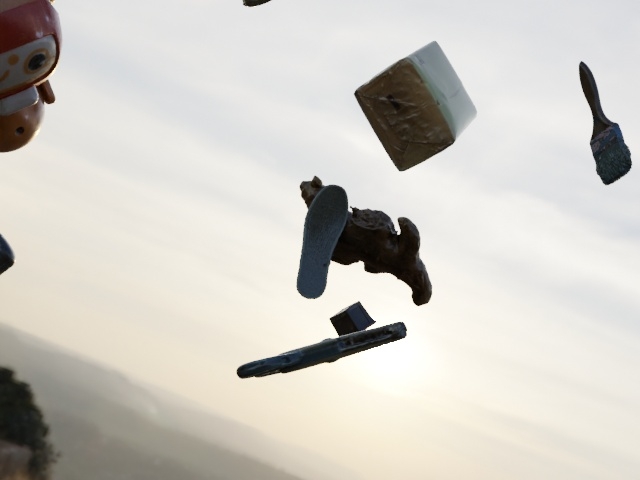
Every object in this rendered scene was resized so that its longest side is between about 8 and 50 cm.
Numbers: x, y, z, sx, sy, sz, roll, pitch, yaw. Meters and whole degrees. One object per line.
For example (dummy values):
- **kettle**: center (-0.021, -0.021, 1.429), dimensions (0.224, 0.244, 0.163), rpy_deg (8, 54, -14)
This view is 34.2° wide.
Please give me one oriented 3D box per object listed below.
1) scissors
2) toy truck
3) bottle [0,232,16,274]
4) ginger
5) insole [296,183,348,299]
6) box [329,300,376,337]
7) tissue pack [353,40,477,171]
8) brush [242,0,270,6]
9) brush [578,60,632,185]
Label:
- **scissors**: center (0.006, 0.183, 1.705), dimensions (0.289, 0.041, 0.138), rpy_deg (-19, -15, 15)
- **toy truck**: center (-0.427, -0.230, 1.353), dimensions (0.265, 0.189, 0.239), rpy_deg (7, -58, 59)
- **bottle**: center (-0.707, 0.076, 1.954), dimensions (0.143, 0.271, 0.156), rpy_deg (50, -16, 10)
- **ginger**: center (0.090, -0.003, 2.022), dimensions (0.333, 0.080, 0.166), rpy_deg (32, -51, 7)
- **insole**: center (0.000, 0.000, 1.964), dimensions (0.080, 0.232, 0.003), rpy_deg (17, -15, -9)
- **box**: center (0.068, 0.174, 2.253), dimensions (0.063, 0.060, 0.085), rpy_deg (60, -36, 1)
- **tissue pack**: center (0.164, -0.228, 1.731), dimensions (0.159, 0.125, 0.234), rpy_deg (59, 24, -6)
- **brush**: center (-0.134, -0.461, 1.489), dimensions (0.054, 0.282, 0.048), rpy_deg (-21, -8, -14)
- **brush**: center (0.413, -0.180, 1.539), dimensions (0.021, 0.196, 0.070), rpy_deg (-2, -20, -24)
